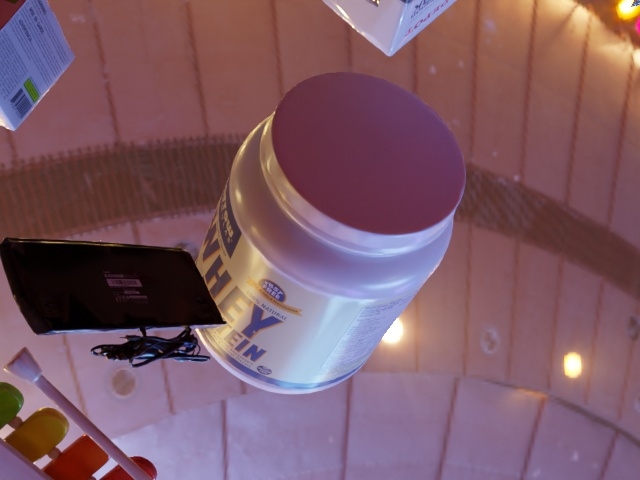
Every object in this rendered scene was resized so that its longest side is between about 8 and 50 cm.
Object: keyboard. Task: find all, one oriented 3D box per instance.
[{"bbox_3d":[-0.144,0.050,0.709,0.192,0.038,0.100,5,-128,-58],"label":"keyboard"}]

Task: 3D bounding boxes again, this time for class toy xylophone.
[{"bbox_3d":[-0.297,0.223,1.030,0.322,0.236,0.081,51,-158,-17],"label":"toy xylophone"}]

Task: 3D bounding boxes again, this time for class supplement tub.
[{"bbox_3d":[0.000,0.000,1.086,0.236,0.324,0.235,10,-126,-14],"label":"supplement tub"}]

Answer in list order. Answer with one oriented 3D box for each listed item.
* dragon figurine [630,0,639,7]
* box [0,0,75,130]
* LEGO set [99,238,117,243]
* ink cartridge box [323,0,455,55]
[{"bbox_3d":[0.446,-0.280,1.131,0.144,0.289,0.085,22,-92,-1],"label":"dragon figurine"},{"bbox_3d":[-0.363,-0.210,0.975,0.103,0.203,0.114,-58,-19,-22],"label":"box"},{"bbox_3d":[-0.229,0.022,0.973,0.083,0.054,0.023,-22,-119,-27],"label":"LEGO set"},{"bbox_3d":[0.119,-0.348,1.049,0.114,0.273,0.197,44,-110,10],"label":"ink cartridge box"}]
